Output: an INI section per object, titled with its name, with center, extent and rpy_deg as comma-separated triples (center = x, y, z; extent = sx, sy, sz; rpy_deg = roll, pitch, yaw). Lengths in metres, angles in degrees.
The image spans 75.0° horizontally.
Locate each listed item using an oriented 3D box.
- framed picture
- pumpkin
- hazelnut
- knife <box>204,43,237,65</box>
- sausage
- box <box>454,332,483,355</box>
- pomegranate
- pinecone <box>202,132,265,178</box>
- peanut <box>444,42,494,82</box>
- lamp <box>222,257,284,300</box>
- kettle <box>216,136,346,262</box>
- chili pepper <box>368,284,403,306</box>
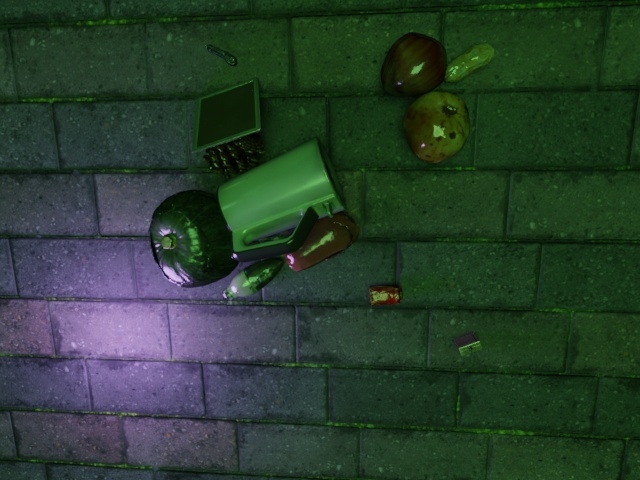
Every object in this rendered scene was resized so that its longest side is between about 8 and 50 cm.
[framed picture]
center = -0.301, -0.408, 1.351
extent = 0.232, 0.296, 0.019
rpy_deg = -15, 141, 9
[pumpkin]
center = -0.434, -0.005, 1.428
extent = 0.291, 0.257, 0.328
rpy_deg = -26, 89, 26
[hazelnut]
center = 0.293, -0.534, 1.293
extent = 0.186, 0.210, 0.210
rpy_deg = 2, 103, -24
[knife]
center = -0.336, -0.629, 1.410
extent = 0.121, 0.018, 0.031
rpy_deg = 28, 101, 1
[sausage]
center = 0.000, 0.000, 1.442
extent = 0.279, 0.152, 0.152
rpy_deg = -28, 98, 10
[box]
center = 0.532, 0.374, 1.503
extent = 0.079, 0.083, 0.035
rpy_deg = -23, 98, 10
[pomegranate]
center = 0.359, -0.352, 1.314
extent = 0.215, 0.215, 0.216
rpy_deg = 1, 102, 5
[pinecone]
center = -0.298, -0.305, 1.394
extent = 0.212, 0.186, 0.169
rpy_deg = -20, 121, 27
[peanut]
center = 0.467, -0.561, 1.320
extent = 0.174, 0.080, 0.080
rpy_deg = -31, 97, 9
[lamp]
center = -0.245, 0.138, 1.521
extent = 0.250, 0.101, 0.101
rpy_deg = -34, 97, -2
[kettle]
center = -0.121, -0.109, 1.347
extent = 0.376, 0.250, 0.361
rpy_deg = -21, 55, 12
[chili pepper]
center = 0.236, 0.200, 1.503
extent = 0.123, 0.073, 0.070
rpy_deg = -4, 143, 8
